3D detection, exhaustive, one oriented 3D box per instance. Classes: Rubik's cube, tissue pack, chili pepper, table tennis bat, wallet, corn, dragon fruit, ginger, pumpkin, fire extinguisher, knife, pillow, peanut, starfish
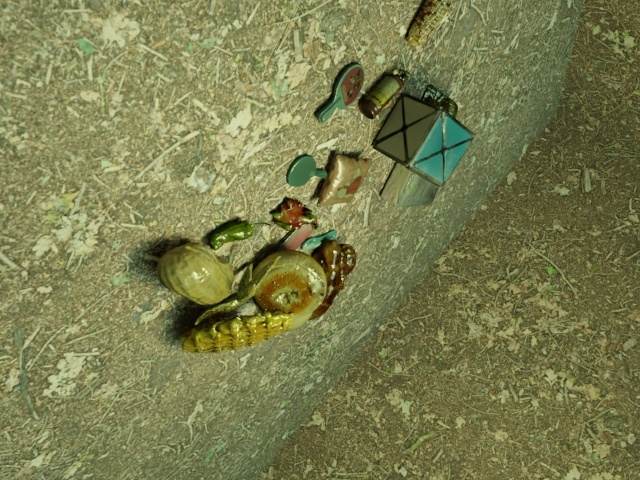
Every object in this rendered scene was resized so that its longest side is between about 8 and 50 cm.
[{"bbox_3d":[0.409,-0.395,1.974,0.259,0.255,0.260,18,108,-39],"label":"Rubik's cube"},{"bbox_3d":[0.477,-0.308,2.400,0.394,0.124,0.288,-7,129,-54],"label":"tissue pack"},{"bbox_3d":[-0.272,-0.026,1.620,0.204,0.073,0.072,-23,160,-26],"label":"chili pepper"},{"bbox_3d":[-0.043,-0.242,1.763,0.201,0.033,0.124,-4,128,-53],"label":"table tennis bat"},{"bbox_3d":[-0.096,-0.010,1.965,0.232,0.025,0.119,-47,152,-11],"label":"wallet"},{"bbox_3d":[0.069,-0.484,1.648,0.244,0.040,0.153,-50,154,-15],"label":"table tennis bat"},{"bbox_3d":[0.390,-0.793,1.721,0.253,0.086,0.086,-58,153,13],"label":"corn"},{"bbox_3d":[-0.086,-0.093,1.809,0.138,0.175,0.142,108,1,-52],"label":"dragon fruit"},{"bbox_3d":[0.026,0.180,2.228,0.254,0.176,0.418,1,118,-55],"label":"ginger"},{"bbox_3d":[0.525,-0.562,2.167,0.131,0.126,0.248,-59,152,7],"label":"pumpkin"},{"bbox_3d":[0.242,-0.550,1.811,0.252,0.075,0.106,-49,-179,-10],"label":"fire extinguisher"},{"bbox_3d":[0.000,0.000,2.121,0.222,0.031,0.064,-23,138,-45],"label":"knife"},{"bbox_3d":[0.090,-0.230,1.928,0.236,0.084,0.223,-6,129,-52],"label":"pillow"},{"bbox_3d":[-0.374,0.110,1.523,0.158,0.174,0.340,-27,152,2],"label":"peanut"},{"bbox_3d":[-0.276,0.181,1.665,0.347,0.078,0.358,-38,-168,-16],"label":"starfish"}]

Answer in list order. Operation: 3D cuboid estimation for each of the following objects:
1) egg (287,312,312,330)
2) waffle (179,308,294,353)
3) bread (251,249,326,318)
[{"bbox_3d":[-0.120,0.270,2.086,0.242,0.186,0.186,-51,153,-1],"label":"egg"},{"bbox_3d":[-0.296,0.325,1.767,0.382,0.095,0.379,-26,158,34],"label":"waffle"},{"bbox_3d":[-0.122,0.164,1.896,0.159,0.305,0.306,-86,-165,-60],"label":"bread"}]
